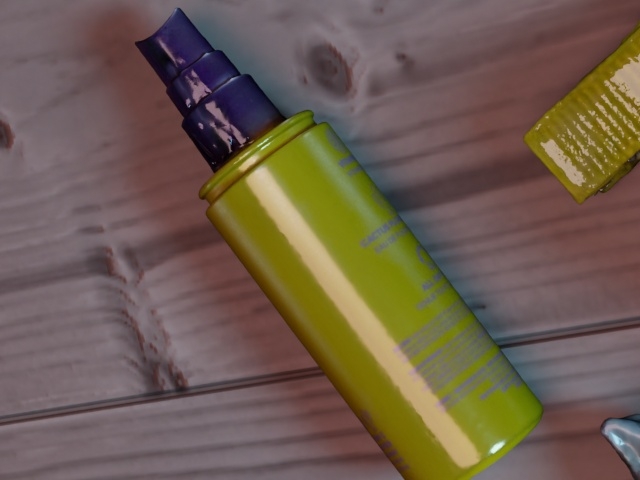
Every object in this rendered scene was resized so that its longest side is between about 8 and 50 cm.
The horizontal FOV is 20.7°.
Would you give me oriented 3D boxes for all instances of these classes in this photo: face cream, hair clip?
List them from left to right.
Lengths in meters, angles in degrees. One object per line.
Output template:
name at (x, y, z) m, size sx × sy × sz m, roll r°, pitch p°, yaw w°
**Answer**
face cream at (0.000, 0.000, 0.874) m, size 0.078 × 0.078 × 0.273 m, roll -38°, pitch 87°, yaw 23°
hair clip at (0.167, -0.093, 0.810) m, size 0.173 × 0.046 × 0.072 m, roll -43°, pitch 89°, yaw 21°

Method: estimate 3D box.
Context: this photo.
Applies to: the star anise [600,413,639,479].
star anise at (0.234, 0.169, 0.812) m, size 0.236 × 0.109 × 0.223 m, roll 20°, pitch 85°, yaw 30°
